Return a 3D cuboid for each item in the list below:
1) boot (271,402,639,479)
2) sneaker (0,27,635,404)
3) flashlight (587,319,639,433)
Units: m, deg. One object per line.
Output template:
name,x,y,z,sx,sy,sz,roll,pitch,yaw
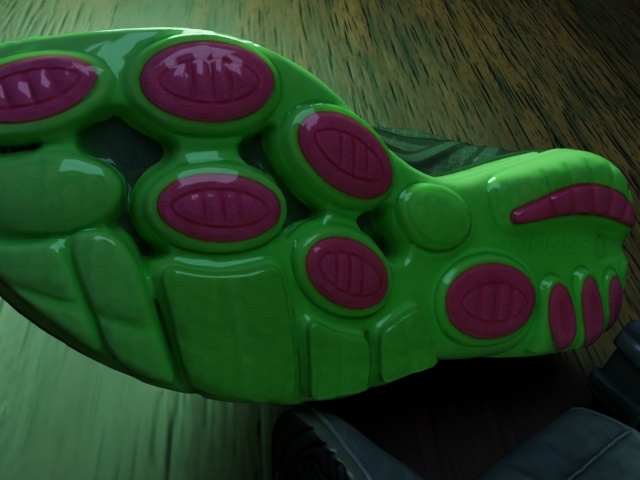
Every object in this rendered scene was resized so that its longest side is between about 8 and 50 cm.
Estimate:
boot,0.099,0.137,0.476,0.208,0.076,0.190,-23,65,-38
sneaker,0.000,0.000,0.532,0.482,0.185,0.202,10,-5,-38
flashlight,0.318,0.159,0.527,0.304,0.103,0.103,44,4,32
